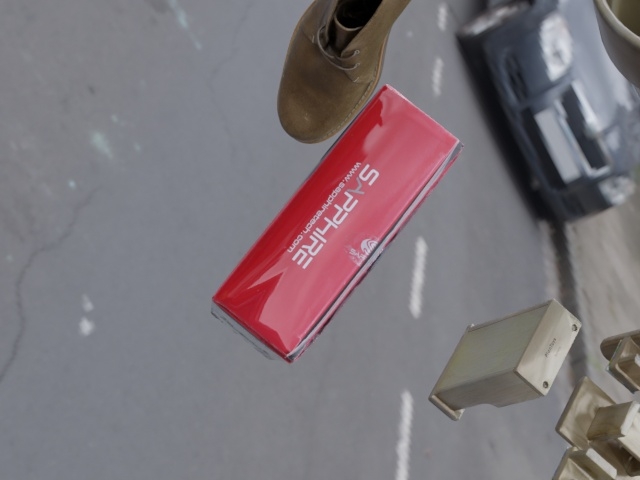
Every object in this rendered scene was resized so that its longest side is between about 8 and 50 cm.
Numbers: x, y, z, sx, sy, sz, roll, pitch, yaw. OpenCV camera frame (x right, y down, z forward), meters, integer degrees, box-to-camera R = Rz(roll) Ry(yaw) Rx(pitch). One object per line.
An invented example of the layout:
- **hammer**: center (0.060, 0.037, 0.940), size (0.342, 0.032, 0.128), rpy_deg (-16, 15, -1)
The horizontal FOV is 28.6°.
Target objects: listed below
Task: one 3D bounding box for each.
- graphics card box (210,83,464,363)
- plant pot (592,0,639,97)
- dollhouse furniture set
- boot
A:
- **graphics card box**: center (0.000, 0.000, 1.177), size (0.094, 0.232, 0.371), rpy_deg (38, -6, 0)
- **plant pot**: center (0.439, -0.167, 1.203), size (0.323, 0.323, 0.280), rpy_deg (-97, 168, -45)
- **dollhouse furniture set**: center (0.268, 0.191, 1.359), size (0.242, 0.161, 0.212), rpy_deg (41, 60, -13)
- **boot**: center (0.019, -0.215, 1.327), size (0.112, 0.305, 0.115), rpy_deg (35, 36, 5)
